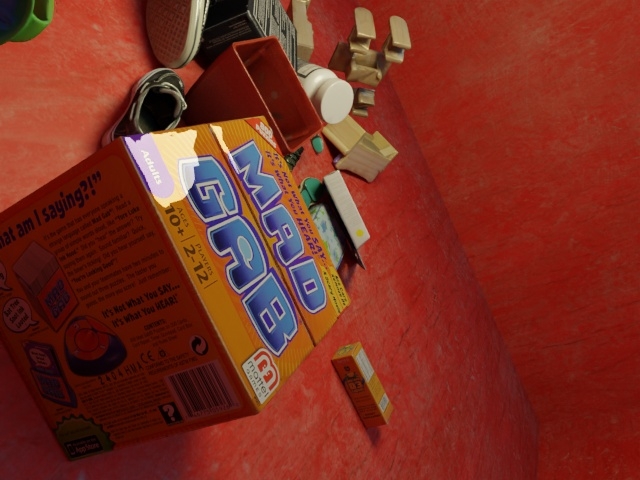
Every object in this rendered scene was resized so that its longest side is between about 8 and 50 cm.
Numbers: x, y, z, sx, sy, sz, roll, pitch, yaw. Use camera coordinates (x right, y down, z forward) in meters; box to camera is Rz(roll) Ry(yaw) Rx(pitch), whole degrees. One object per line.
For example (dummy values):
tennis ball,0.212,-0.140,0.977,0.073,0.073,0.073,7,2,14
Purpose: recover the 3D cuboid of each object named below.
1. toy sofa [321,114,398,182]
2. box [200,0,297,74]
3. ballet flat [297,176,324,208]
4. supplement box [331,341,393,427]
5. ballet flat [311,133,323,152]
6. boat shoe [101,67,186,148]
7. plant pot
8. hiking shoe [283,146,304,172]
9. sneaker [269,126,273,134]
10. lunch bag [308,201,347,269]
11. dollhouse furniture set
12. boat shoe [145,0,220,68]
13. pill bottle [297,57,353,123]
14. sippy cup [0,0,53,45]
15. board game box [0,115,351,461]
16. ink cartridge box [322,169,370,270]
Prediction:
toy sofa,0.146,-0.367,2.146,0.150,0.177,0.362,50,20,23
box,-0.203,-0.589,1.543,0.294,0.182,0.296,51,31,-50
ballet flat,-0.060,-0.130,1.616,0.086,0.086,0.248,63,22,-9
supplement box,0.120,0.410,1.536,0.233,0.078,0.080,64,29,-6
ballet flat,-0.017,-0.364,1.926,0.041,0.041,0.114,-22,90,-64
boat shoe,-0.341,-0.277,1.153,0.121,0.119,0.335,49,32,-33
plant pot,-0.186,-0.319,1.349,0.267,0.235,0.267,61,26,-13
hiking shoe,-0.105,-0.241,1.575,0.086,0.114,0.227,30,45,-50
sneaker,-0.237,-0.156,1.058,0.152,0.305,0.114,58,11,-5
lunch bag,0.000,0.000,1.613,0.176,0.090,0.219,58,27,-18
dollhouse furniture set,0.064,-0.695,1.969,0.394,0.362,0.256,7,58,-19
boat shoe,-0.322,-0.645,1.354,0.156,0.186,0.500,23,59,-53
pill bottle,-0.039,-0.466,1.676,0.278,0.162,0.162,35,4,37
sippy cup,-0.556,-0.439,0.785,0.305,0.240,0.224,100,-29,-62
board game box,-0.228,0.056,0.840,0.356,0.356,0.356,65,27,-6
ink cartridge box,0.093,-0.067,1.739,0.307,0.072,0.303,63,0,-3
